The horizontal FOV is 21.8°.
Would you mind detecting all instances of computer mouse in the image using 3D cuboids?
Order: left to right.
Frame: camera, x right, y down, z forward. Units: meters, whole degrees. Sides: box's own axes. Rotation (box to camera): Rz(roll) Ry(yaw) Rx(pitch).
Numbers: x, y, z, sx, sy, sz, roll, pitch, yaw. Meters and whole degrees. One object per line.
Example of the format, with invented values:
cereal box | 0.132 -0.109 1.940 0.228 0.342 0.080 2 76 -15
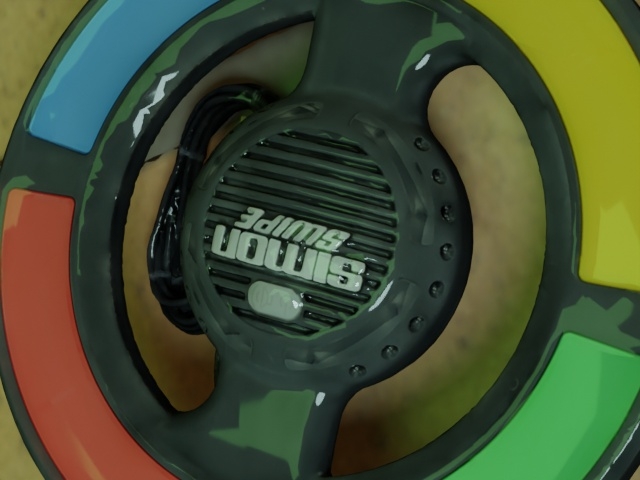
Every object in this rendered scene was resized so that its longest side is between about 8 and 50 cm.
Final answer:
computer mouse | -0.038 0.068 0.541 0.071 0.041 0.242 0 87 34

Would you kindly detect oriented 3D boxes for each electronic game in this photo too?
electronic game | 0.000 0.000 0.494 0.229 0.048 0.229 -4 80 22
